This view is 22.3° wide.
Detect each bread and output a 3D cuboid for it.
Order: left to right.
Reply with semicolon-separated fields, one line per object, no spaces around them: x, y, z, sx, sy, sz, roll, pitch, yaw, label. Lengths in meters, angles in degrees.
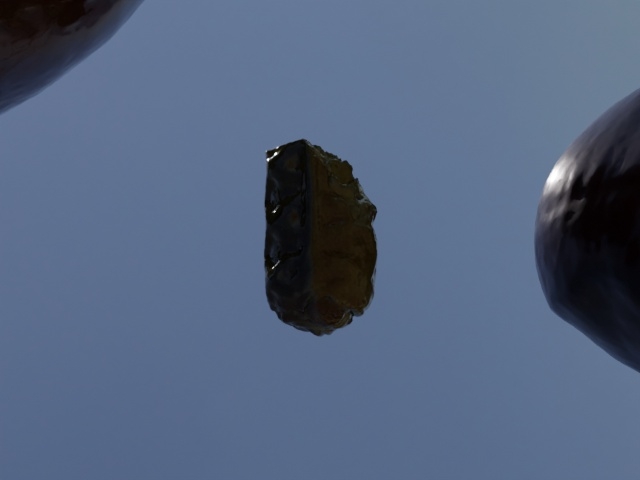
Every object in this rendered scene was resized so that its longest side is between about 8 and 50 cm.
0.000;0.000;0.930;0.060;0.066;0.110;72;-163;-75;bread

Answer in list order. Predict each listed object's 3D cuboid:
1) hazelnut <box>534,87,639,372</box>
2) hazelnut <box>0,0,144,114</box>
0.250;-0.013;1.049;0.229;0.229;0.230;-8;-90;-66;hazelnut
-0.246;-0.260;1.103;0.366;0.365;0.366;-8;-90;-66;hazelnut
